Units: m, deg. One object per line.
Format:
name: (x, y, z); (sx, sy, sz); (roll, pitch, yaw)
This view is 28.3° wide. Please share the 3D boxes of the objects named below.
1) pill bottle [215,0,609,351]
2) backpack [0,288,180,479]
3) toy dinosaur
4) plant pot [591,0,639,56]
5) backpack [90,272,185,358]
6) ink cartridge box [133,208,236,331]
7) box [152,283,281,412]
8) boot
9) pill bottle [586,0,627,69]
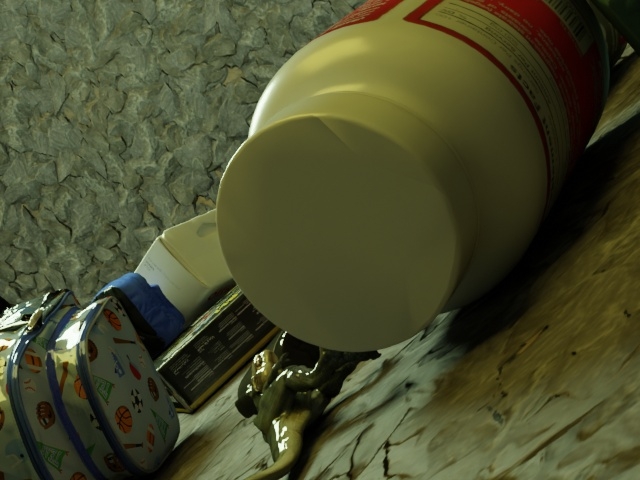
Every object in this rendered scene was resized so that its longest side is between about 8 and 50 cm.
pill bottle: (0.083, -0.081, 1.002); (0.229, 0.229, 0.407); (-38, 5, 33)
backpack: (-0.288, 0.200, 1.387); (0.213, 0.276, 0.263); (-25, 13, 21)
toy dinosaur: (-0.014, 0.119, 0.977); (0.118, 0.064, 0.268); (-47, 6, 6)
plant pot: (0.308, -0.232, 1.080); (0.165, 0.166, 0.234); (-39, 17, 24)
backpack: (-0.264, 0.108, 1.811); (0.098, 0.120, 0.101); (-40, 4, 31)
ink cartridge box: (-0.221, 0.099, 1.971); (0.283, 0.117, 0.207); (-52, -13, 31)
box: (-0.103, 0.103, 1.754); (0.322, 0.079, 0.257); (-42, 6, -16)
boot: (-0.004, 0.079, 1.214); (0.198, 0.077, 0.137); (-43, 0, -37)
pill bottle: (0.221, -0.194, 1.387); (0.161, 0.161, 0.283); (-37, 6, 43)
